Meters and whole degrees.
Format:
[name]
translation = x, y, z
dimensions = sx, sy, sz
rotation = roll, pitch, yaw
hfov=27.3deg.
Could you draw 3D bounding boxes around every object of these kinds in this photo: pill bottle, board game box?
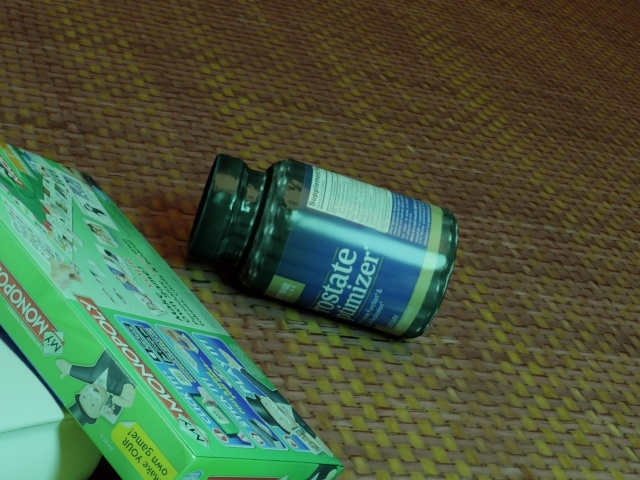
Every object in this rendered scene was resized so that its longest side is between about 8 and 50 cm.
[pill bottle]
translation = 0.000, 0.000, 1.160
dimensions = 0.219, 0.122, 0.122
rotation = 17, 29, -8
[board game box]
translation = -0.139, 0.048, 0.873
dimensions = 0.317, 0.046, 0.213
rotation = 46, 11, 25

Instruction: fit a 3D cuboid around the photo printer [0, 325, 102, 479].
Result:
[photo printer]
translation = -0.263, 0.072, 0.772
dimensions = 0.256, 0.107, 0.307
rotation = 35, 4, 13
